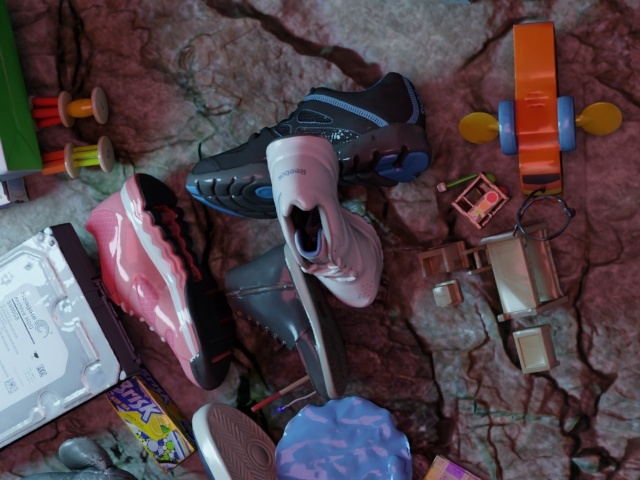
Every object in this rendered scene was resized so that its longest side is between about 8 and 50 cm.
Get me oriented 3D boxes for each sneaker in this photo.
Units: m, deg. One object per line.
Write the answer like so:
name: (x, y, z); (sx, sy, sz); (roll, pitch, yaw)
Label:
sneaker: (-0.045, 0.122, 1.946); (0.118, 0.083, 0.222); (-22, 80, 18)
sneaker: (-0.099, 0.395, 1.951); (0.148, 0.131, 0.350); (-39, 75, 33)
sneaker: (-0.224, 0.070, 1.973); (0.136, 0.116, 0.314); (-27, 81, 22)
sneaker: (0.000, 0.000, 1.837); (0.111, 0.297, 0.129); (-13, 46, 18)
sneaker: (-0.018, -0.123, 1.917); (0.341, 0.125, 0.139); (-11, 64, 15)

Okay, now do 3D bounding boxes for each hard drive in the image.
hard drive: (-0.433, 0.154, 1.998); (0.339, 0.064, 0.237); (-29, 86, 23)

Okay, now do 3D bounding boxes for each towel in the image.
towel: (0.181, 0.334, 1.940); (0.083, 0.009, 0.060); (30, 100, 9)

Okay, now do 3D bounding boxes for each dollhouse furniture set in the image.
dollhouse furniture set: (0.235, 0.082, 1.889); (0.161, 0.101, 0.182); (-13, 91, 37)

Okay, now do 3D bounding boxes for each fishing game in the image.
fishing game: (0.032, 0.300, 1.940); (0.189, 0.041, 0.264); (-31, 78, -6)

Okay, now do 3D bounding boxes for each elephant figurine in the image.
elephant figurine: (-0.311, 0.350, 1.940); (0.239, 0.186, 0.169); (-37, 74, 39)

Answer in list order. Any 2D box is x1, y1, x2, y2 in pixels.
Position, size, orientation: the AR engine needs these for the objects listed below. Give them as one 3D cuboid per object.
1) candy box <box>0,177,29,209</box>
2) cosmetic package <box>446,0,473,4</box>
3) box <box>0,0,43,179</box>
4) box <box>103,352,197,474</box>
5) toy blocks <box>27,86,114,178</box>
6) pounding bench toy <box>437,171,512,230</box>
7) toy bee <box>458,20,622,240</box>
candy box: (-0.522, -0.126, 2.029); (0.165, 0.070, 0.196); (-16, 90, 12)
cosmetic package: (0.111, -0.395, 1.836); (0.184, 0.151, 0.151); (11, 96, 12)
box: (-0.527, -0.192, 1.926); (0.231, 0.127, 0.262); (-14, 90, 13)
box: (-0.240, 0.239, 2.001); (0.059, 0.054, 0.169); (-40, 85, 12)
toy blocks: (-0.371, -0.146, 2.004); (0.148, 0.054, 0.123); (-6, 92, 12)
pounding bench toy: (0.204, -0.066, 1.887); (0.083, 0.052, 0.065); (43, 101, 7)
toy bee: (0.271, -0.120, 1.837); (0.195, 0.162, 0.298); (18, 72, 19)
